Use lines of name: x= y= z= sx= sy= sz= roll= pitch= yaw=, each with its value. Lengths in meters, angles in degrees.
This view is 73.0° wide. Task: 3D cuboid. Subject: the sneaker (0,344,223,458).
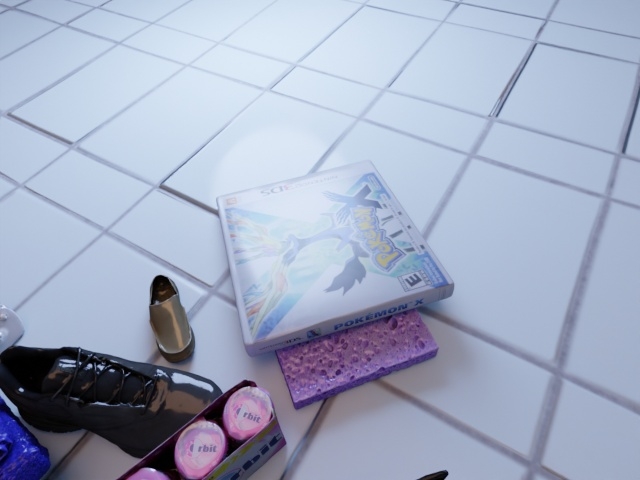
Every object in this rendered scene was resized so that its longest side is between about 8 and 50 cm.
sneaker: x=-0.262 y=0.188 z=0.526 sx=0.286 sy=0.130 sz=0.109 roll=3 pitch=50 yaw=4

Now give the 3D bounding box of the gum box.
gum box: x=-0.126 y=0.248 z=0.484 sx=0.188 sy=0.107 sz=0.062 roll=-35 pitch=58 yaw=-22

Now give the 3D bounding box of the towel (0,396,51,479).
towel: x=-0.456 y=0.283 z=0.419 sx=0.227 sy=0.076 sz=0.308 roll=16 pitch=46 yaw=33

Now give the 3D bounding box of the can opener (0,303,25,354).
can opener: x=-0.529 y=0.201 z=0.581 sx=0.093 sy=0.074 sz=0.280 roll=-10 pitch=40 yaw=41

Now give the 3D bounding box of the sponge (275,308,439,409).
sponge: x=0.043 y=0.142 z=0.607 sx=0.210 sy=0.031 sz=0.117 roll=-17 pitch=53 yaw=-10

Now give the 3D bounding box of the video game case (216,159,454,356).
video game case: x=0.000 y=0.000 z=0.696 sx=0.300 sy=0.036 sz=0.329 roll=-15 pitch=46 yaw=-8

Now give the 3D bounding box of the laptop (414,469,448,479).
laptop: x=-0.009 y=0.320 z=0.341 sx=0.136 sy=0.234 sz=0.264 roll=14 pitch=53 yaw=14

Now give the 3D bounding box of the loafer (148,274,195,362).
loafer: x=-0.226 y=0.110 z=0.635 sx=0.056 sy=0.050 sz=0.148 roll=-24 pitch=54 yaw=-15
